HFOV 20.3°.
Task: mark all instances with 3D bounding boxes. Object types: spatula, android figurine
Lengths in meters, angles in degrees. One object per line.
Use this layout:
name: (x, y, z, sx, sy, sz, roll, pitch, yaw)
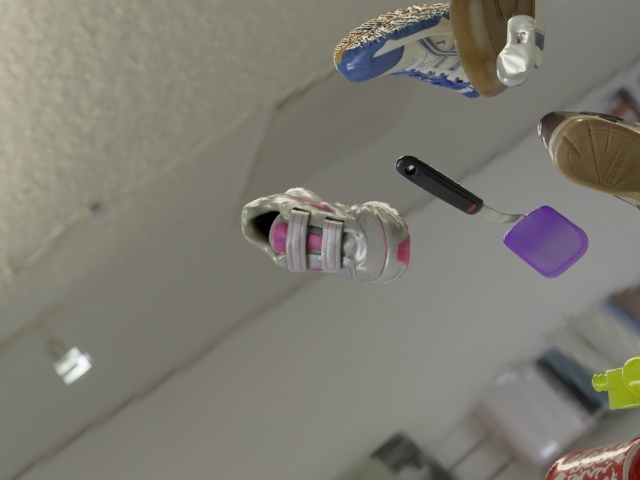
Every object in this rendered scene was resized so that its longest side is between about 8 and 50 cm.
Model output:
spatula: (0.203, -0.036, 2.139, 0.296, 0.030, 0.084, 26, -54, -34)
android figurine: (0.416, 0.142, 1.875, 0.248, 0.056, 0.273, 1, -8, -43)

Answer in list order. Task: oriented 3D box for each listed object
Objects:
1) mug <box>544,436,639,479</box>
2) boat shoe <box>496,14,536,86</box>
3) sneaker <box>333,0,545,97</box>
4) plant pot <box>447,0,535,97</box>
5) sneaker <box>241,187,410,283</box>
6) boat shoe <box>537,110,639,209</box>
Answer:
mug: (0.322, 0.251, 1.785, 0.150, 0.113, 0.169, 4, -17, -16)
boat shoe: (0.184, -0.169, 1.663, 0.100, 0.035, 0.035, -78, -15, -48)
sneaker: (0.154, -0.221, 2.110, 0.296, 0.131, 0.112, -22, 21, -26)
plant pot: (0.194, -0.276, 1.965, 0.032, 0.236, 0.236, -1, 2, 24)
sneaker: (0.000, 0.000, 2.157, 0.111, 0.252, 0.103, -10, -76, -44)
boat shoe: (0.367, -0.082, 2.003, 0.285, 0.092, 0.102, 18, -68, -26)
